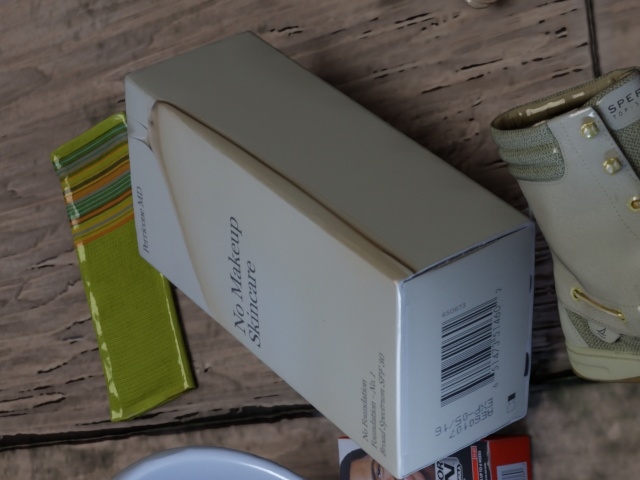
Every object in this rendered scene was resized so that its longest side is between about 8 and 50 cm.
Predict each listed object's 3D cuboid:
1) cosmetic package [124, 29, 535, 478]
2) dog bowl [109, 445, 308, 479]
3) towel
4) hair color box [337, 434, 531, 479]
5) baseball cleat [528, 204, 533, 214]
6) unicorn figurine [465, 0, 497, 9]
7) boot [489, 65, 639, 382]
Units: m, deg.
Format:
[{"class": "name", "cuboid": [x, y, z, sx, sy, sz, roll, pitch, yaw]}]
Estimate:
[{"class": "cosmetic package", "cuboid": [0.000, 0.000, 1.266, 0.309, 0.113, 0.160, 36, 139, 43]}, {"class": "dog bowl", "cuboid": [-0.065, 0.274, 1.268, 0.104, 0.265, 0.265, -50, 56, 38]}, {"class": "towel", "cuboid": [-0.162, 0.021, 1.548, 0.102, 0.021, 0.237, -29, 70, 44]}, {"class": "hair color box", "cuboid": [0.075, 0.165, 1.277, 0.141, 0.043, 0.072, -7, 86, 48]}, {"class": "baseball cleat", "cuboid": [0.206, -0.035, 1.088, 0.206, 0.109, 0.072, -21, 89, 50]}, {"class": "unicorn figurine", "cuboid": [0.062, -0.199, 1.276, 0.162, 0.060, 0.111, 34, 114, 42]}, {"class": "boot", "cuboid": [0.191, -0.011, 0.994, 0.213, 0.077, 0.165, -6, 111, 48]}]
